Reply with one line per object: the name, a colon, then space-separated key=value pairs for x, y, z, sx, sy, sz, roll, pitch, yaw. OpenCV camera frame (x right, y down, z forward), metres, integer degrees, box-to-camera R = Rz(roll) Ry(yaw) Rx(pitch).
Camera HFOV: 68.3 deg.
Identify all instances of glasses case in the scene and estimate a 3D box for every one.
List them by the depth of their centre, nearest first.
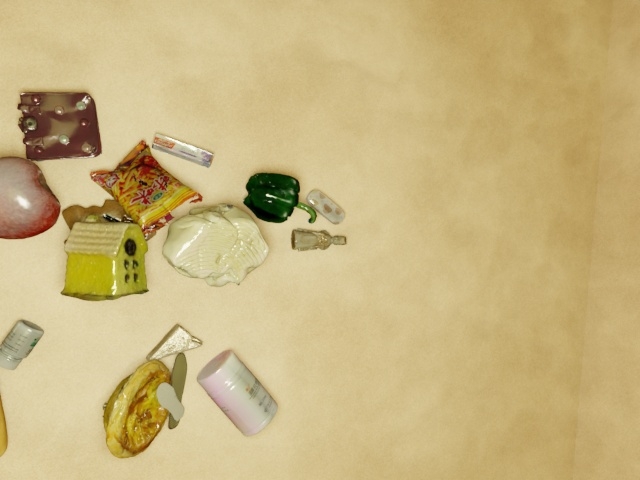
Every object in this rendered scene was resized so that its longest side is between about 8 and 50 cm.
glasses case: x=0.020 y=-0.122 z=1.745 sx=0.164 sy=0.041 sz=0.063 roll=39 pitch=77 yaw=-16

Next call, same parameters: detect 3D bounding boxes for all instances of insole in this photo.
insole: x=-0.477 y=0.515 z=1.506 sx=0.197 sy=0.004 sz=0.065 roll=76 pitch=28 yaw=-43
insole: x=-0.466 y=0.491 z=1.544 sx=0.005 sy=0.086 sz=0.253 roll=7 pitch=92 yaw=20

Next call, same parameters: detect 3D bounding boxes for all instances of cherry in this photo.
cherry: x=-0.874 y=-0.108 z=1.321 sx=0.240 sy=0.206 sz=0.239 roll=-5 pitch=99 yaw=-31

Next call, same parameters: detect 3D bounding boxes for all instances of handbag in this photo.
handbag: x=-0.788 y=-0.347 z=1.427 sx=0.216 sy=0.074 sz=0.203 roll=-6 pitch=91 yaw=-20

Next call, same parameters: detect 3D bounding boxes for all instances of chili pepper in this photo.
chili pepper: x=-0.129 y=-0.140 z=1.630 sx=0.261 sy=0.174 sz=0.165 roll=12 pitch=60 yaw=-19

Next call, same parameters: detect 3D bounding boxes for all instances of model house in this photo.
model house: x=-0.619 y=0.045 z=1.354 sx=0.194 sy=0.175 sz=0.234 roll=2 pitch=96 yaw=17

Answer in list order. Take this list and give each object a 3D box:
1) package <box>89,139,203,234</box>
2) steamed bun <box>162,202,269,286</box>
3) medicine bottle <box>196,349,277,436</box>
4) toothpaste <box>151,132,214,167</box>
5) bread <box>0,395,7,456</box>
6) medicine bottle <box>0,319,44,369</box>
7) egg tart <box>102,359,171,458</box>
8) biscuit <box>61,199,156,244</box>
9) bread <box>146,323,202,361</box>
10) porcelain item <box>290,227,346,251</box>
package: x=-0.543 y=-0.163 z=1.480 sx=0.223 sy=0.108 sz=0.288 roll=-41 pitch=83 yaw=-23
steamed bun: x=-0.345 y=0.003 z=1.523 sx=0.320 sy=0.206 sz=0.275 roll=22 pitch=98 yaw=-41
medicine bottle: x=-0.275 y=0.505 z=1.568 sx=0.152 sy=0.152 sz=0.254 roll=-39 pitch=103 yaw=-17
toothpaste: x=-0.457 y=-0.298 z=1.570 sx=0.197 sy=0.040 sz=0.047 roll=18 pitch=81 yaw=-19
bread: x=-0.963 y=0.469 z=1.333 sx=0.142 sy=0.091 sz=0.304 roll=-6 pitch=94 yaw=23
medicine bottle: x=-0.883 y=0.305 z=1.379 sx=0.080 sy=0.080 sz=0.130 roll=34 pitch=78 yaw=-17
egg tart: x=-0.562 y=0.502 z=1.435 sx=0.116 sy=0.290 sz=0.290 roll=10 pitch=85 yaw=15
biscuit: x=-0.671 y=0.022 z=1.482 sx=0.278 sy=0.043 sz=0.301 roll=9 pitch=86 yaw=-20
bread: x=-0.475 y=0.357 z=1.535 sx=0.105 sy=0.077 sz=0.152 roll=45 pitch=76 yaw=-13
porcelain item: x=0.000 y=0.000 z=1.731 sx=0.213 sy=0.054 sz=0.084 roll=1 pitch=91 yaw=-22
